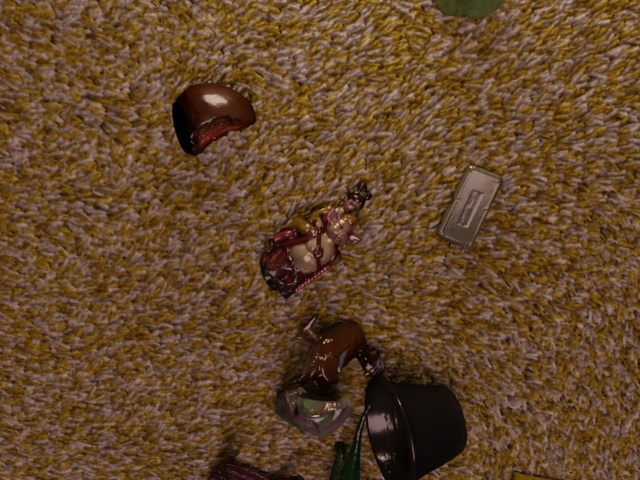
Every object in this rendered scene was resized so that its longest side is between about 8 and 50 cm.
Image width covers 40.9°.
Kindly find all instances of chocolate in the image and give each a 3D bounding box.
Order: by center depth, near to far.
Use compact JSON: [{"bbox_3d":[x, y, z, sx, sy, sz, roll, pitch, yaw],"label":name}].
[{"bbox_3d":[-0.183,-0.214,1.509,0.133,0.124,0.127,-15,113,-30],"label":"chocolate"}]

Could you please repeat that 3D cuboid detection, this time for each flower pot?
[{"bbox_3d":[0.196,0.371,1.707,0.148,0.235,0.235,-9,113,-19],"label":"flower pot"}]

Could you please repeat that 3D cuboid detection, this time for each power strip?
[{"bbox_3d":[0.278,-0.058,1.620,0.076,0.028,0.168,21,108,-9],"label":"power strip"}]

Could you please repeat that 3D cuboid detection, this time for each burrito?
[{"bbox_3d":[-0.016,0.332,1.664,0.144,0.229,0.089,8,81,-3],"label":"burrito"}]

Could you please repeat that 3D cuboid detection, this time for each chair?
[{"bbox_3d":[-0.182,0.576,1.818,0.176,0.183,0.326,26,153,-12],"label":"chair"}]

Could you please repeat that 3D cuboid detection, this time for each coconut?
[{"bbox_3d":[0.247,-0.441,1.455,0.158,0.055,0.133,39,104,-13],"label":"coconut"}]

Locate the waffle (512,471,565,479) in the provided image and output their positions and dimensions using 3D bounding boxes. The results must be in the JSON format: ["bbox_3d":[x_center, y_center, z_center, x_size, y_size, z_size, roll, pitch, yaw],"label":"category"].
[{"bbox_3d":[0.500,0.626,1.876,0.229,0.057,0.219,12,111,-6],"label":"waffle"}]

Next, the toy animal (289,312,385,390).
[{"bbox_3d":[0.026,0.236,1.667,0.179,0.188,0.089,39,150,2],"label":"toy animal"}]

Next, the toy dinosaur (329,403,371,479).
[{"bbox_3d":[0.045,0.571,1.718,0.087,0.301,0.446,9,113,-3],"label":"toy dinosaur"}]

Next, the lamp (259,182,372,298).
[{"bbox_3d":[0.000,0.000,1.595,0.253,0.118,0.118,-36,108,14],"label":"lamp"}]
